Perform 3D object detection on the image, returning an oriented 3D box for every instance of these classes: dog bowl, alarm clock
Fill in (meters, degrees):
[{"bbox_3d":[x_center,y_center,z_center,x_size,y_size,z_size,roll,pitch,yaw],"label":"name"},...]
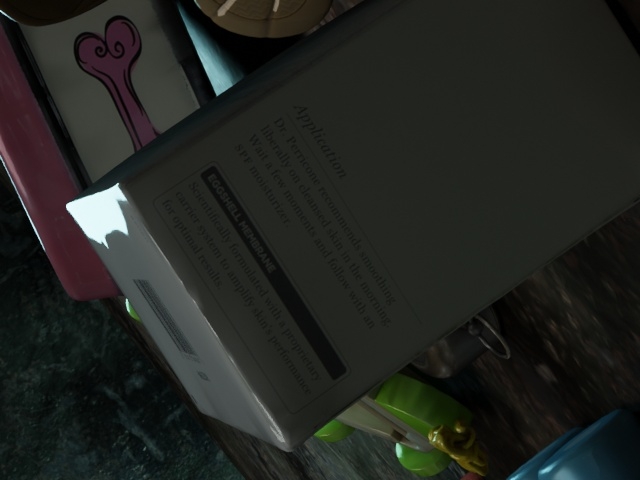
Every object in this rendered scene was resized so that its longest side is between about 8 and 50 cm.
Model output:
[{"bbox_3d":[-0.191,-0.135,1.405,0.408,0.150,0.408,62,172,15],"label":"dog bowl"},{"bbox_3d":[0.073,0.040,1.278,0.192,0.064,0.129,30,153,57],"label":"alarm clock"}]

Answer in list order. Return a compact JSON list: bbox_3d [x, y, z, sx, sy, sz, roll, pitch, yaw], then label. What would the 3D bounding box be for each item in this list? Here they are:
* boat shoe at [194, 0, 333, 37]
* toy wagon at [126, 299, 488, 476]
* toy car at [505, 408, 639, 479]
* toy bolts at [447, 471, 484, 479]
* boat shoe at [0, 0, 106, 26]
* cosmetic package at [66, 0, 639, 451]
[{"bbox_3d":[-0.046,-0.233,0.866,0.092,0.103,0.285,-78,-23,-51],"label":"boat shoe"},{"bbox_3d":[0.010,0.110,1.523,0.344,0.068,0.267,14,163,45],"label":"toy wagon"},{"bbox_3d":[0.152,0.265,1.160,0.219,0.238,0.210,53,168,5],"label":"toy car"},{"bbox_3d":[0.112,0.328,1.700,0.218,0.158,0.228,51,168,12],"label":"toy bolts"},{"bbox_3d":[-0.165,-0.241,0.934,0.123,0.123,0.342,59,175,27],"label":"boat shoe"},{"bbox_3d":[0.017,-0.028,0.880,0.138,0.225,0.224,58,168,-6],"label":"cosmetic package"}]
